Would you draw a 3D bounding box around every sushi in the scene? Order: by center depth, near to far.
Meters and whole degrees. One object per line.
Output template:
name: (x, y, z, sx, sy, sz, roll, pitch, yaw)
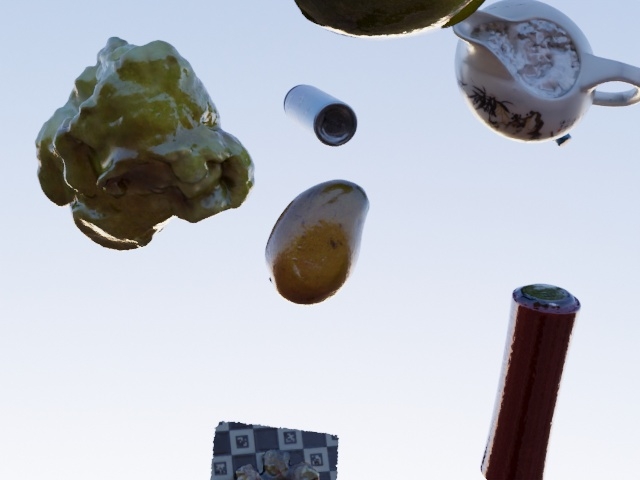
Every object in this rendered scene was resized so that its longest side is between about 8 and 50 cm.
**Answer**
sushi: (-0.071, 0.383, 1.836, 0.210, 0.192, 0.040, 6, -22, -10)

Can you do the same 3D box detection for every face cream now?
face cream: (-0.007, -0.210, 1.890, 0.075, 0.075, 0.229, 12, 12, -19)

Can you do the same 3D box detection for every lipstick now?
lipstick: (0.236, 0.168, 1.308, 0.080, 0.080, 0.241, 4, -70, -5)

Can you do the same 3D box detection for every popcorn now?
popcorn: (-0.289, -0.152, 1.870, 0.292, 0.293, 0.334, 32, -30, -33)

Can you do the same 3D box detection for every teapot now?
teapot: (0.312, -0.241, 1.619, 0.300, 0.208, 0.166, 9, -29, -5)

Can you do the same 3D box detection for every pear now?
pear: (0.093, -0.377, 1.402, 0.321, 0.269, 0.269, -22, -34, 14)

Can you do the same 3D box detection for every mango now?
mango: (-0.007, 0.000, 1.413, 0.115, 0.165, 0.089, 12, -6, 3)

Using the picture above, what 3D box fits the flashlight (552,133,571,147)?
flashlight: (0.351, -0.201, 1.848, 0.051, 0.129, 0.051, -30, -20, -12)
